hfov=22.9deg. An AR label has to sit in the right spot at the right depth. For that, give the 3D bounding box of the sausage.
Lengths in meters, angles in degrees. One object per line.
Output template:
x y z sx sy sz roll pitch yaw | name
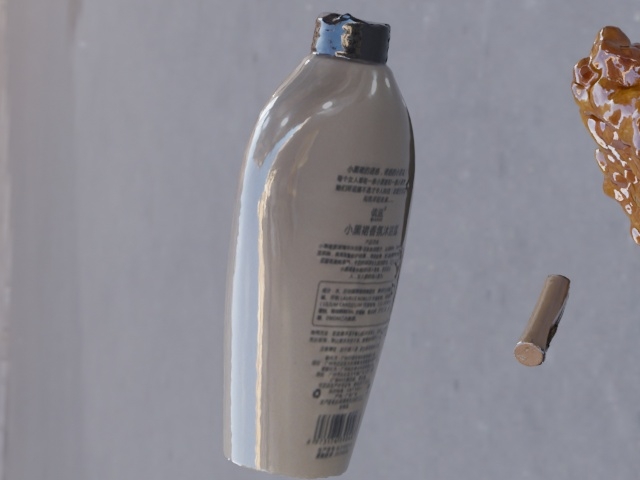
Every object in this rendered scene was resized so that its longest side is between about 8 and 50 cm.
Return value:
0.175 0.059 1.238 0.116 0.026 0.026 -56 -16 -55 | sausage

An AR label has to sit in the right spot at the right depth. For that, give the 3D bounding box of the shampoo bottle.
0.000 0.000 0.886 0.078 0.127 0.256 17 100 44 | shampoo bottle

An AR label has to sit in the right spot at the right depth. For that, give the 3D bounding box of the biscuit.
0.391 -0.043 1.614 0.312 0.110 0.318 50 174 36 | biscuit
